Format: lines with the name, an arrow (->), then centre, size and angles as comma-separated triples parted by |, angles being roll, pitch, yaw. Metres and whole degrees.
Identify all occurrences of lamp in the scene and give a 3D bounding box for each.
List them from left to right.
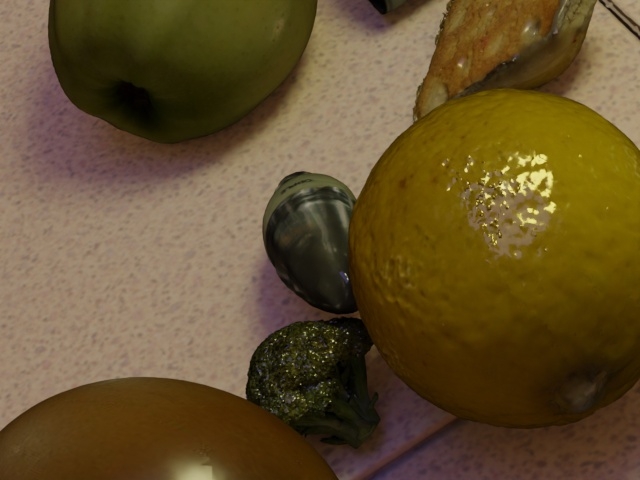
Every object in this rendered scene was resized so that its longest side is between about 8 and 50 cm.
lamp -> 0.000, 0.000, 1.767 | 0.101, 0.101, 0.250 | -27, 23, 1

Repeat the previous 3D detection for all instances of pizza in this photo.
pizza -> 0.176, -0.173, 1.880 | 0.188, 0.080, 0.204 | 3, 61, 53

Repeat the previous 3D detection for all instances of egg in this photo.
egg -> -0.127, 0.246, 1.524 | 0.351, 0.282, 0.282 | 10, 57, 40

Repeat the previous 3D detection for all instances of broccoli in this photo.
broccoli -> -0.005, 0.125, 1.689 | 0.120, 0.130, 0.131 | 38, 34, -2

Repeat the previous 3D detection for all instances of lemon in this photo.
lemon -> 0.157, 0.016, 1.601 | 0.293, 0.293, 0.293 | -11, 50, 14

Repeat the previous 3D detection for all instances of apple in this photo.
apple -> -0.136, -0.237, 1.957 | 0.279, 0.279, 0.279 | -11, 50, 14

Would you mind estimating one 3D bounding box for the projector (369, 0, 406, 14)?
projector -> 0.176, -0.357, 2.000 | 0.337, 0.108, 0.108 | -34, 48, -6
